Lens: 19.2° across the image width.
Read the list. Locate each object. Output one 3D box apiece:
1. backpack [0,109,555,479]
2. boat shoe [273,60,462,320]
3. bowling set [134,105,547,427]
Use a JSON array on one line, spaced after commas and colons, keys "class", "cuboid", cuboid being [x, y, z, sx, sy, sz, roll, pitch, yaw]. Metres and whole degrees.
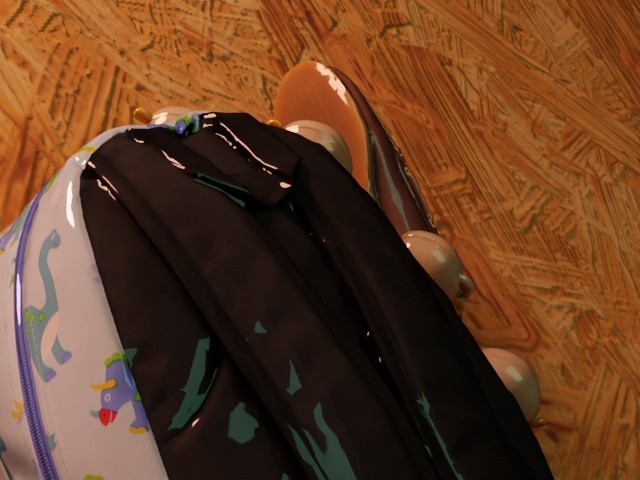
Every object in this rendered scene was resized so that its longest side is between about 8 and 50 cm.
[{"class": "backpack", "cuboid": [-0.031, 0.111, 0.870, 0.290, 0.273, 0.356, -10, 76, -44]}, {"class": "boat shoe", "cuboid": [0.032, -0.021, 1.242, 0.073, 0.073, 0.207, 5, 60, -52]}, {"class": "bowling set", "cuboid": [0.000, 0.000, 1.094, 0.287, 0.154, 0.200, 42, 32, -15]}]
